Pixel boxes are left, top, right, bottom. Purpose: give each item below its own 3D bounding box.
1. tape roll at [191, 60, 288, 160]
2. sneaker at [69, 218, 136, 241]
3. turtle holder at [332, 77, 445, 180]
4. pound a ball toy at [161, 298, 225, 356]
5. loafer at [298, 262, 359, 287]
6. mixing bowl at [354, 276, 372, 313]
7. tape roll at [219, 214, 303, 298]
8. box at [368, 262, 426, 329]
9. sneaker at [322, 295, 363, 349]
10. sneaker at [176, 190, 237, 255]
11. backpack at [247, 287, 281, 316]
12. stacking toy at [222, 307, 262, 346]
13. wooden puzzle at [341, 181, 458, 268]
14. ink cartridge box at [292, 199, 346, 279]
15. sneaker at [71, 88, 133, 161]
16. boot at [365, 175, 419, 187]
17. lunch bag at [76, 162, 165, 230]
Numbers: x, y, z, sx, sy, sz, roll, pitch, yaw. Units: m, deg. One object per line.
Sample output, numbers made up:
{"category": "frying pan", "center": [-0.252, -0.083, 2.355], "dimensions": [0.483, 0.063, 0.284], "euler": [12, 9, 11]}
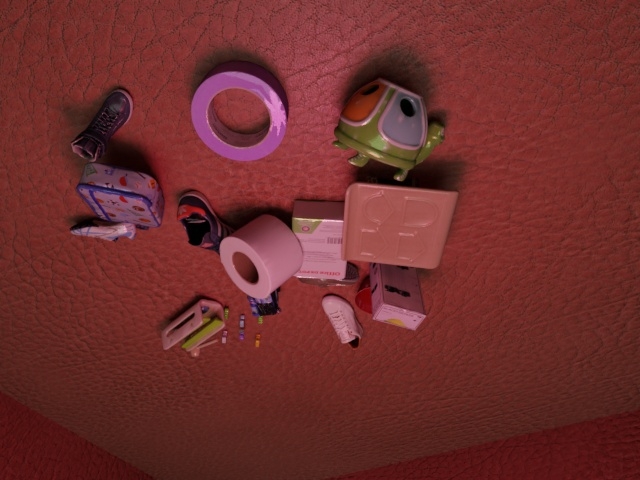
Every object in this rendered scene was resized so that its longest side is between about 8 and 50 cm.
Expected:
{"category": "tape roll", "center": [-0.232, -0.375, 1.350], "dimensions": [0.274, 0.090, 0.275], "euler": [1, 131, 2]}
{"category": "sneaker", "center": [-0.784, -0.033, 1.656], "dimensions": [0.236, 0.085, 0.086], "euler": [-2, 115, 3]}
{"category": "turtle holder", "center": [0.209, -0.310, 1.296], "dimensions": [0.320, 0.243, 0.228], "euler": [22, 111, -4]}
{"category": "pound a ball toy", "center": [-0.534, 0.377, 1.987], "dimensions": [0.319, 0.136, 0.208], "euler": [-36, 145, 28]}
{"category": "loafer", "center": [0.025, 0.133, 1.778], "dimensions": [0.250, 0.095, 0.088], "euler": [7, 142, 2]}
{"category": "mixing bowl", "center": [0.226, 0.200, 1.805], "dimensions": [0.181, 0.098, 0.182], "euler": [4, 137, 4]}
{"category": "tape roll", "center": [-0.204, 0.054, 1.588], "dimensions": [0.246, 0.169, 0.246], "euler": [26, 135, 30]}
{"category": "box", "center": [0.269, 0.168, 1.659], "dimensions": [0.169, 0.290, 0.087], "euler": [16, 129, -12]}
{"category": "sneaker", "center": [0.100, 0.349, 1.927], "dimensions": [0.105, 0.123, 0.290], "euler": [-23, 124, 22]}
{"category": "sneaker", "center": [-0.385, -0.004, 1.628], "dimensions": [0.131, 0.148, 0.350], "euler": [-25, 125, 21]}
{"category": "backpack", "center": [-0.223, 0.188, 1.779], "dimensions": [0.116, 0.158, 0.174], "euler": [-10, 127, 1]}
{"category": "stacking toy", "center": [-0.341, 0.377, 2.015], "dimensions": [0.166, 0.052, 0.221], "euler": [7, 128, -6]}
{"category": "wooden puzzle", "center": [0.248, -0.055, 1.509], "dimensions": [0.347, 0.081, 0.322], "euler": [3, 131, 2]}
{"category": "ink cartridge box", "center": [0.000, 0.000, 1.640], "dimensions": [0.198, 0.115, 0.273], "euler": [3, 130, 0]}
{"category": "sneaker", "center": [-0.643, -0.330, 1.355], "dimensions": [0.086, 0.164, 0.226], "euler": [35, 122, -22]}
{"category": "boot", "center": [0.227, -0.117, 1.561], "dimensions": [0.178, 0.085, 0.237], "euler": [8, 130, 1]}
{"category": "lunch bag", "center": [-0.638, -0.134, 1.484], "dimensions": [0.242, 0.115, 0.303], "euler": [9, 160, -9]}
